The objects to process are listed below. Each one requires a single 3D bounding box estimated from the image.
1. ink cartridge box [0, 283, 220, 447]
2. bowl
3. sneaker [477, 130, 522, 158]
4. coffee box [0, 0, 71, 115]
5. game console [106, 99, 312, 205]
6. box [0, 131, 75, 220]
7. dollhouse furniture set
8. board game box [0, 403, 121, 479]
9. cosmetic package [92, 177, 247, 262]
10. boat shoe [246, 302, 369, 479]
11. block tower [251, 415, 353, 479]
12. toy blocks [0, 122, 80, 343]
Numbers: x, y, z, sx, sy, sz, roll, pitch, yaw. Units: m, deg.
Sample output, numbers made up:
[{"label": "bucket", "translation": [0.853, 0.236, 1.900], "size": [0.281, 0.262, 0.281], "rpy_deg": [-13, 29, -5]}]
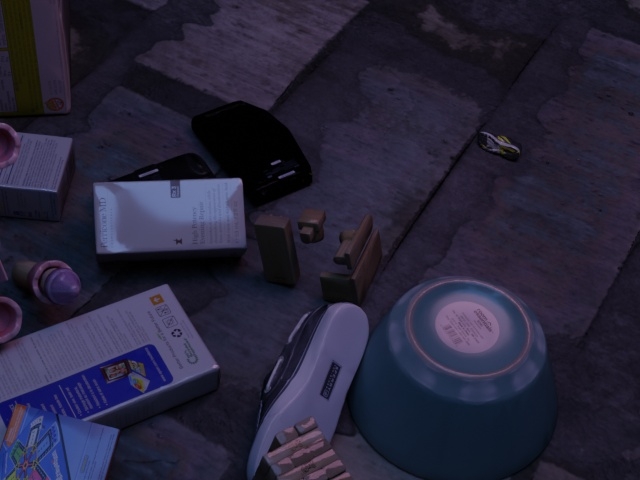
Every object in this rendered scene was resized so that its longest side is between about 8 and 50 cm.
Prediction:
[{"label": "ink cartridge box", "translation": [-0.344, 0.197, 1.748], "size": [0.371, 0.069, 0.175], "rpy_deg": [-19, 53, -24]}, {"label": "bowl", "translation": [0.198, 0.172, 1.756], "size": [0.312, 0.163, 0.311], "rpy_deg": [3, 49, -3]}, {"label": "sneaker", "translation": [0.314, -0.169, 2.168], "size": [0.083, 0.031, 0.035], "rpy_deg": [29, 38, 15]}, {"label": "coffee box", "translation": [-0.609, -0.443, 2.119], "size": [0.334, 0.338, 0.337], "rpy_deg": [-4, 48, -8]}, {"label": "game console", "translation": [-0.205, -0.117, 2.062], "size": [0.361, 0.044, 0.213], "rpy_deg": [-22, 52, -24]}, {"label": "box", "translation": [-0.477, -0.105, 2.003], "size": [0.137, 0.072, 0.126], "rpy_deg": [6, 48, -1]}, {"label": "dollhouse furniture set", "translation": [0.000, 0.000, 1.924], "size": [0.151, 0.144, 0.123], "rpy_deg": [7, 41, 20]}, {"label": "board game box", "translation": [-0.361, 0.355, 1.582], "size": [0.145, 0.027, 0.281], "rpy_deg": [15, 58, -5]}, {"label": "cosmetic package", "translation": [-0.234, -0.031, 1.924], "size": [0.231, 0.085, 0.117], "rpy_deg": [-3, 80, -9]}, {"label": "boat shoe", "translation": [-0.036, 0.217, 1.737], "size": [0.102, 0.108, 0.301], "rpy_deg": [-4, 54, 47]}, {"label": "block tower", "translation": [0.034, 0.392, 1.549], "size": [0.091, 0.097, 0.335], "rpy_deg": [-23, 64, -28]}, {"label": "toy blocks", "translation": [-0.501, 0.022, 1.695], "size": [0.309, 0.288, 0.260], "rpy_deg": [-30, 23, -29]}]
